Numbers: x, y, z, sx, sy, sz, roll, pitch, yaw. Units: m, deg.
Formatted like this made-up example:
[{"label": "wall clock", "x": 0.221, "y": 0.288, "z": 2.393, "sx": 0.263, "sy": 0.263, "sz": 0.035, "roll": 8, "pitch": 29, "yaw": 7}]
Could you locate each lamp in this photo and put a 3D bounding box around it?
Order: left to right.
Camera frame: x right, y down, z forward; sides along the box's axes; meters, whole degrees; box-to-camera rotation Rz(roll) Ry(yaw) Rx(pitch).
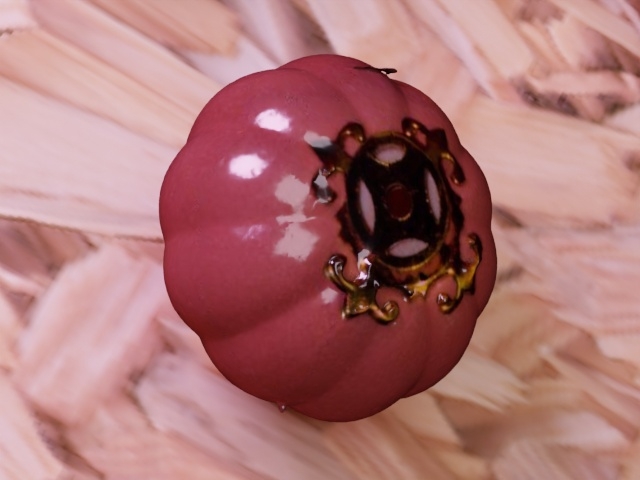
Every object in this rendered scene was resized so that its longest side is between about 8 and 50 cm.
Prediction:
[{"label": "lamp", "x": 0.000, "y": 0.000, "z": 0.971, "sx": 0.182, "sy": 0.140, "sz": 0.182, "roll": 8, "pitch": 76, "yaw": -34}]
